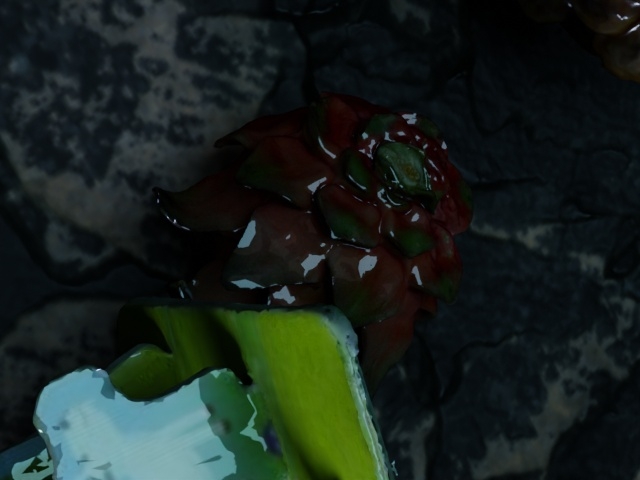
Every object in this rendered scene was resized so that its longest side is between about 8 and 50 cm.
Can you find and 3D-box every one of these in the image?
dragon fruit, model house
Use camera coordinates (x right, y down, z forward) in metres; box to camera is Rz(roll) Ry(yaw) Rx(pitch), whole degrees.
[{"bbox_3d":[0.002,0.003,0.668,0.142,0.121,0.130,-34,63,-10],"label":"dragon fruit"},{"bbox_3d":[-0.110,0.212,0.527,0.313,0.242,0.357,-21,100,-27],"label":"model house"}]

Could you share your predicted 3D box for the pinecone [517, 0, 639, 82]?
[{"bbox_3d":[0.186,-0.199,0.735,0.272,0.224,0.224,-29,103,-49],"label":"pinecone"}]
